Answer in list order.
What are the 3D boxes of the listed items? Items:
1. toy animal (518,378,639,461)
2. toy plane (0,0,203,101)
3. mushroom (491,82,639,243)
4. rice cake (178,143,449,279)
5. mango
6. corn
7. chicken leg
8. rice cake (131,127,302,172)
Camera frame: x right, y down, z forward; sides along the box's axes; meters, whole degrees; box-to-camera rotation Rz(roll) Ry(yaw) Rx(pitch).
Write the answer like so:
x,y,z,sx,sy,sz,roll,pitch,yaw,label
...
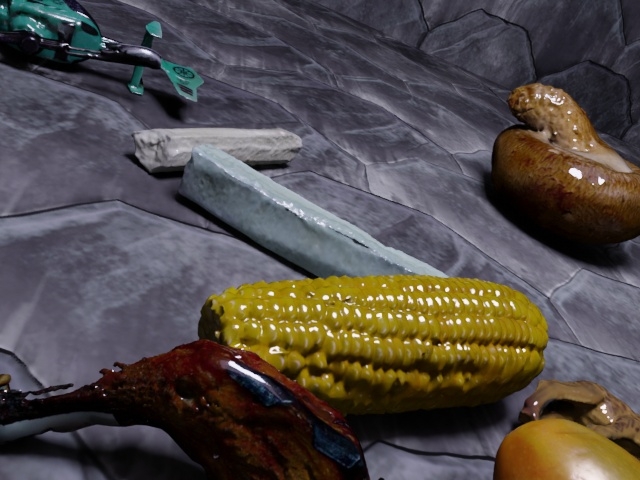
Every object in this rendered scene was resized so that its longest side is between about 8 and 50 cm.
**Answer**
x,y,z,sx,sy,sz,roll,pitch,yaw,label
0.309,0.203,0.636,0.275,0.054,0.149,15,31,-25,toy animal
-0.339,-0.274,0.858,0.381,0.106,0.155,15,35,-25,toy plane
0.465,-0.112,1.199,0.344,0.239,0.345,13,50,-15,mushroom
0.000,0.000,0.701,0.336,0.066,0.063,31,26,6,rice cake
0.218,0.232,0.434,0.253,0.113,0.138,45,27,19,mango
0.063,0.088,0.547,0.363,0.121,0.120,2,35,-36,corn
-0.076,0.113,0.394,0.253,0.106,0.051,19,-1,-4,chicken leg
-0.121,-0.119,0.822,0.057,0.052,0.256,37,27,26,rice cake
